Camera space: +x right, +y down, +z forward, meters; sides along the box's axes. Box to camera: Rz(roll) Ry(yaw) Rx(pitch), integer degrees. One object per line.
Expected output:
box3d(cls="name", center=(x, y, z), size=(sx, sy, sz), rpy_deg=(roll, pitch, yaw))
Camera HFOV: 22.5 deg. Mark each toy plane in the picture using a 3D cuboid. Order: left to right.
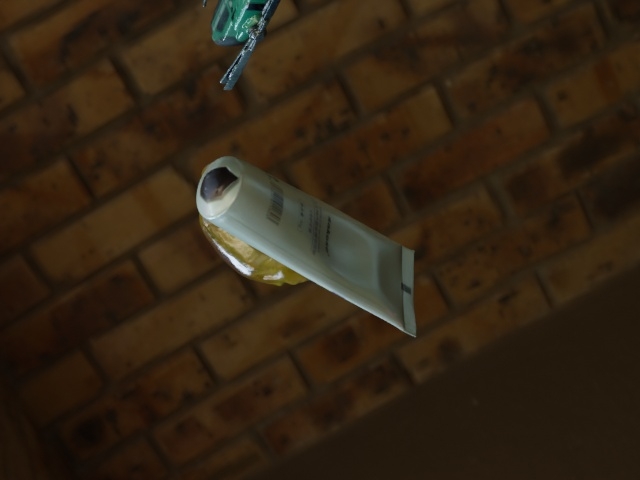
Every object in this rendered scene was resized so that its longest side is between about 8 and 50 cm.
box3d(cls="toy plane", center=(-0.071, -0.262, 1.710), size=(0.060, 0.235, 0.096), rpy_deg=(1, -123, -25))

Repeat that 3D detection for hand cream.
box3d(cls="hand cream", center=(0.000, 0.000, 1.702), size=(0.067, 0.320, 0.109), rpy_deg=(-26, -129, 37))

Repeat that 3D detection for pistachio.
box3d(cls="pistachio", center=(-0.087, -0.010, 1.967), size=(0.100, 0.189, 0.110), rpy_deg=(-45, -179, -16))
